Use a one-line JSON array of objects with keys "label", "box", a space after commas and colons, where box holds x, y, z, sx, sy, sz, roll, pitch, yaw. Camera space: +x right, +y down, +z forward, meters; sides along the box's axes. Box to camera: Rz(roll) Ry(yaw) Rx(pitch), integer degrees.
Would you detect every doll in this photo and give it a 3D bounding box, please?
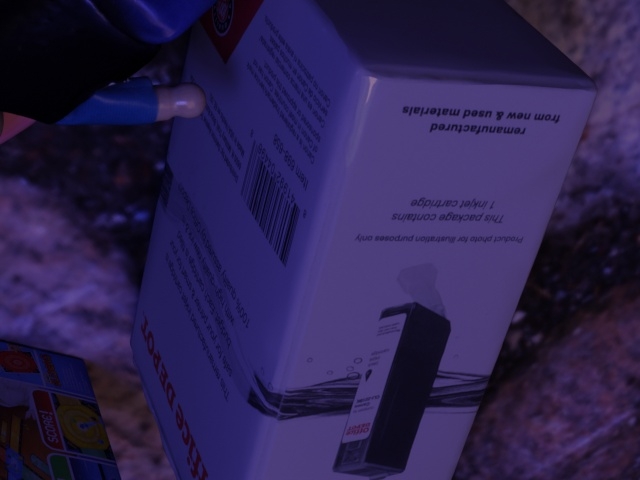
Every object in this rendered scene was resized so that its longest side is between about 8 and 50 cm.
[{"label": "doll", "box": [-0.086, -0.089, 0.499, 0.189, 0.046, 0.129, -36, 135, 15]}]

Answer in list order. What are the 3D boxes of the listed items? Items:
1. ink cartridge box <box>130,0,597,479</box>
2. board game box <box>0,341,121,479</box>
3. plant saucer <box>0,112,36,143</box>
[{"label": "ink cartridge box", "box": [0.000, 0.000, 0.628, 0.114, 0.197, 0.273, 1, 123, -24]}, {"label": "board game box", "box": [-0.165, 0.118, 0.637, 0.136, 0.201, 0.035, 18, 114, -32]}, {"label": "plant saucer", "box": [-0.216, -0.157, 0.472, 0.332, 0.084, 0.332, -11, 136, -11]}]
